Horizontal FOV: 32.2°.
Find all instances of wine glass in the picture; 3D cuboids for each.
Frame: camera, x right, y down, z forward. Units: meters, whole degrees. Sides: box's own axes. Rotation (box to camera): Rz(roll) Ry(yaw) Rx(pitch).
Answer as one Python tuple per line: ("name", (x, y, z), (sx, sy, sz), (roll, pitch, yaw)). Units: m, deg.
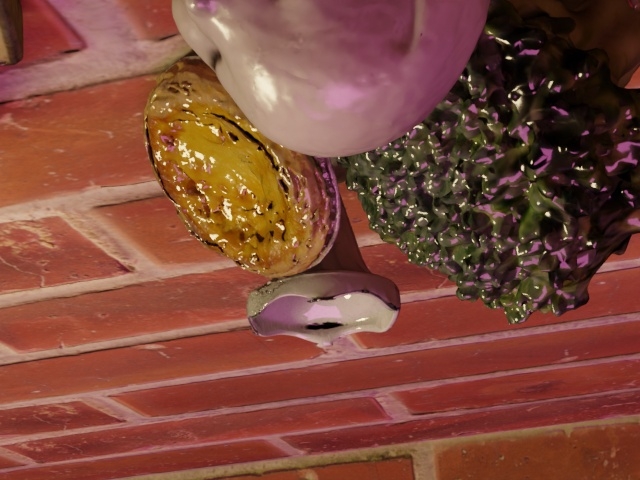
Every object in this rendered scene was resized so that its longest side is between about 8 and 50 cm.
("wine glass", (0.000, 0.000, 1.178), (0.165, 0.196, 0.165), (-2, 156, -1))

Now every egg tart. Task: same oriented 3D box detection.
("egg tart", (-0.067, -0.074, 1.045), (0.094, 0.234, 0.234), (-42, -178, -37))

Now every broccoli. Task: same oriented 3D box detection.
("broccoli", (0.160, -0.102, 0.899), (0.281, 0.293, 0.348), (-39, -172, -18))

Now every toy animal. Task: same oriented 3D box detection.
("toy animal", (0.011, -0.180, 0.667), (0.206, 0.265, 0.271), (9, 152, -34))

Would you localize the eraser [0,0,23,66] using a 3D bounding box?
("eraser", (-0.324, -0.184, 0.860), (0.172, 0.058, 0.117), (-2, 157, -6))
